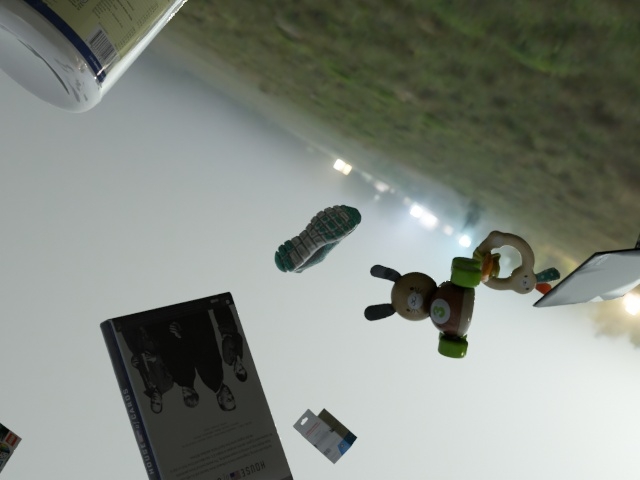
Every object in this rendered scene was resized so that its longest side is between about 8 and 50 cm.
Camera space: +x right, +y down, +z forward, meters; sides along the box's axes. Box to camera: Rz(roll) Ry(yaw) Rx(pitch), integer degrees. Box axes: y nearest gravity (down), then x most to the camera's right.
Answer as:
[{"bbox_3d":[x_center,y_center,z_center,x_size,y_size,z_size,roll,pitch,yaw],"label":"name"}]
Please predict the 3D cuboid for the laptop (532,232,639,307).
[{"bbox_3d":[0.471,-0.009,1.671,0.136,0.264,0.234,29,154,-1],"label":"laptop"}]

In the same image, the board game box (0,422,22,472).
[{"bbox_3d":[-0.717,0.444,2.016,0.053,0.305,0.193,-13,131,46],"label":"board game box"}]

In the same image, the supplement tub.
[{"bbox_3d":[-0.317,-0.366,1.510,0.235,0.325,0.235,32,161,12],"label":"supplement tub"}]

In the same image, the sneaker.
[{"bbox_3d":[0.000,0.000,1.841,0.065,0.166,0.076,60,-173,22],"label":"sneaker"}]

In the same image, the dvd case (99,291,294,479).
[{"bbox_3d":[-0.136,0.186,1.225,0.179,0.029,0.239,-11,-101,-46],"label":"dvd case"}]

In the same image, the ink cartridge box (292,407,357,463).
[{"bbox_3d":[0.006,0.280,1.586,0.083,0.048,0.028,41,-149,4],"label":"ink cartridge box"}]

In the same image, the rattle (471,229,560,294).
[{"bbox_3d":[0.410,0.073,2.205,0.199,0.130,0.143,38,179,-10],"label":"rattle"}]

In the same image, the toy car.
[{"bbox_3d":[0.173,0.102,1.879,0.188,0.155,0.149,10,-170,5],"label":"toy car"}]
